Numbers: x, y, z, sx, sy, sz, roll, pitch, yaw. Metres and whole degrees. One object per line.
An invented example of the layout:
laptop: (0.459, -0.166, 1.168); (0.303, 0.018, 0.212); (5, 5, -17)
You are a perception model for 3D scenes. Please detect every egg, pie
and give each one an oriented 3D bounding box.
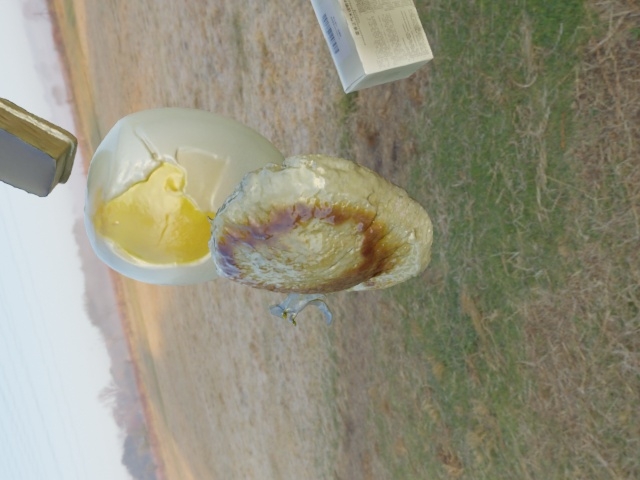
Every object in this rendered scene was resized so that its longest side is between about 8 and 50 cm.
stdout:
egg: (-0.201, -0.071, 0.844); (0.283, 0.345, 0.283); (11, 103, 55)
pie: (0.000, 0.000, 0.484); (0.179, 0.205, 0.084); (-18, 62, 38)

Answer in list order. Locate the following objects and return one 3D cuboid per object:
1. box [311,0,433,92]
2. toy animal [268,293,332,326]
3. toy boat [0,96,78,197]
box: (0.094, -0.410, 0.994); (0.095, 0.168, 0.212); (-18, 93, 63)
toy animal: (-0.042, 0.142, 1.129); (0.219, 0.095, 0.155); (45, 164, -23)
toy boat: (-0.472, -0.146, 0.779); (0.116, 0.188, 0.061); (-50, 22, 40)
